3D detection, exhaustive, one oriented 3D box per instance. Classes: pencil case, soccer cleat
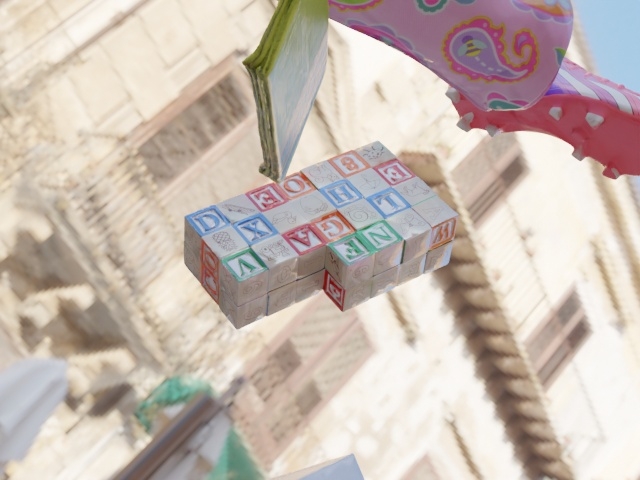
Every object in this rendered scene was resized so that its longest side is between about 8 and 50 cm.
[{"bbox_3d":[0.060,-0.203,1.007,0.284,0.124,0.124,23,-24,-21],"label":"pencil case"},{"bbox_3d":[0.222,-0.121,1.111,0.248,0.095,0.083,19,-32,39],"label":"soccer cleat"}]

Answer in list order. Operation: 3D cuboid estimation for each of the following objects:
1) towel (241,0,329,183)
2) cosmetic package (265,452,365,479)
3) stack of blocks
[{"bbox_3d":[-0.019,-0.112,0.814,0.021,0.102,0.237,19,-11,4],"label":"towel"},{"bbox_3d":[-0.065,0.256,1.060,0.117,0.231,0.085,-25,-95,38],"label":"cosmetic package"},{"bbox_3d":[0.000,0.000,1.595,0.171,0.297,0.087,47,-33,34],"label":"stack of blocks"}]
